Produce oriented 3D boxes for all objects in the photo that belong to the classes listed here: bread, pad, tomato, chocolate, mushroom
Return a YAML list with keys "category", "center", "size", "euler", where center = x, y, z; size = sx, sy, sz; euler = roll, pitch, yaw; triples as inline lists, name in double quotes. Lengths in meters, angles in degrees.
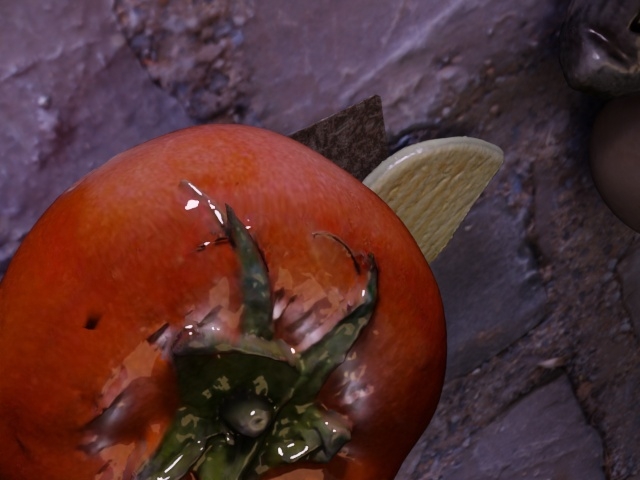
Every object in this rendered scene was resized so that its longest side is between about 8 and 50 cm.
- category: "bread"
  center: [0.063, -0.020, 1.175]
  size: [0.112, 0.036, 0.193]
  euler: [20, 110, -37]
- category: "pad"
  center: [0.000, 0.000, 1.171]
  size: [0.158, 0.003, 0.235]
  euler: [-27, 131, -17]
- category: "tomato"
  center: [-0.089, 0.074, 0.986]
  size: [0.341, 0.273, 0.341]
  euler: [-8, 114, -18]
- category: "chocolate"
  center: [0.298, -0.216, 1.162]
  size: [0.248, 0.110, 0.110]
  euler: [-41, 134, -4]
- category: "mushroom"
  center: [0.349, -0.095, 1.244]
  size: [0.204, 0.204, 0.204]
  euler: [-18, 128, -24]
